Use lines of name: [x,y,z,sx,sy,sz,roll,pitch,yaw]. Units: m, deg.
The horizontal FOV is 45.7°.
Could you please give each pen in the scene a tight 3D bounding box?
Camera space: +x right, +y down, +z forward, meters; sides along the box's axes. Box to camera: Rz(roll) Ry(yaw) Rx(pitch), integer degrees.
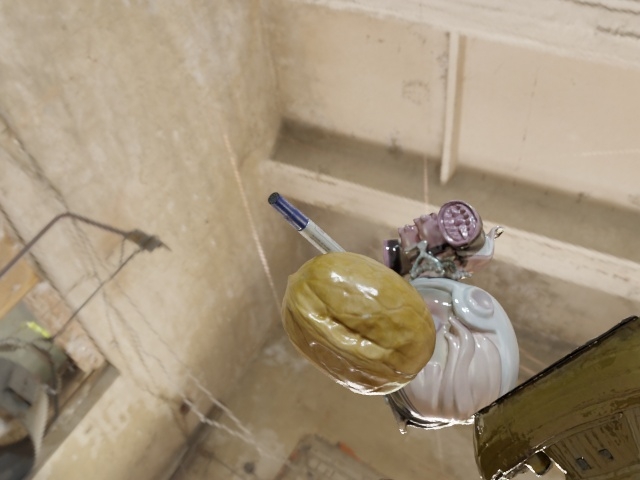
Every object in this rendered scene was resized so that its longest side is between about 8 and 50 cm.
pen: [0.000,0.000,1.014,0.025,0.025,0.204,4,-29,47]

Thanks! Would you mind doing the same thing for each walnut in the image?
walnut: [0.047,0.101,0.952,0.206,0.159,0.159,32,-27,-2]

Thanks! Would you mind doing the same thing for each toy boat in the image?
toy boat: [0.238,0.159,0.661,0.121,0.089,0.321,58,-36,17]

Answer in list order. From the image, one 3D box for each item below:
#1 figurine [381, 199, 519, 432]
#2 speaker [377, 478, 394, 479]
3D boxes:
figurine: [0.214,0.126,1.235,0.211,0.361,0.253,11,-24,-11]
speaker: [0.142,0.455,0.802,0.184,0.180,0.388,-27,-94,40]
